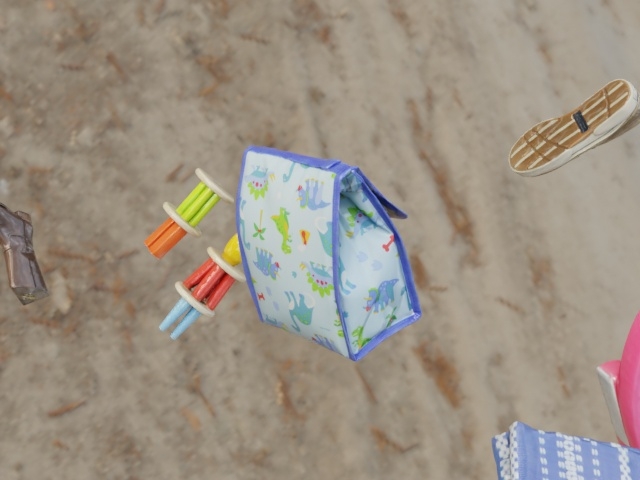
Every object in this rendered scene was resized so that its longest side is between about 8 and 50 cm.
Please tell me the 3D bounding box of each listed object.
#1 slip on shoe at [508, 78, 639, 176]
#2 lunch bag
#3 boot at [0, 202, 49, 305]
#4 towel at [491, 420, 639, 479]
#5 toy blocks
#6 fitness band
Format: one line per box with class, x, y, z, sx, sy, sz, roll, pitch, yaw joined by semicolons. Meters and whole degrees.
slip on shoe;0.236;-0.096;1.235;0.041;0.135;0.051;30;33;-43
lunch bag;0.000;0.000;1.070;0.096;0.129;0.151;-34;120;-30
boot;-0.360;0.015;1.547;0.106;0.037;0.114;13;55;-48
towel;0.248;0.235;0.729;0.336;0.040;0.243;15;49;-20
toy blocks;-0.135;0.017;1.409;0.123;0.148;0.054;44;3;19
fitness band;0.348;0.127;1.132;0.291;0.209;0.054;65;-4;-32
